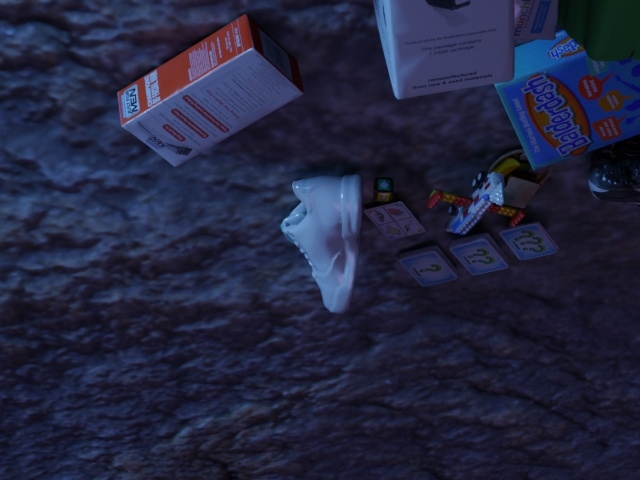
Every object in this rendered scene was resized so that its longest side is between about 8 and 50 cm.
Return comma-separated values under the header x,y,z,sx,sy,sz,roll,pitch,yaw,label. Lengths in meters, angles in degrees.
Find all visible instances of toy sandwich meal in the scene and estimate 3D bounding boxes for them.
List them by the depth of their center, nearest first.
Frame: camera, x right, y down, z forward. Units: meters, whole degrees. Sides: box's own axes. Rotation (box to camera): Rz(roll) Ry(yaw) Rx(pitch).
x,y,z,sx,sy,sz,roll,pitch,yaw,label
0.230,-0.072,1.768,0.086,0.029,0.085,-6,143,-5,toy sandwich meal

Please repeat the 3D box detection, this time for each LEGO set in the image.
x,y,z,sx,sy,sz,roll,pitch,yaw,label
0.155,-0.008,1.789,0.182,0.060,0.244,-14,146,22,LEGO set

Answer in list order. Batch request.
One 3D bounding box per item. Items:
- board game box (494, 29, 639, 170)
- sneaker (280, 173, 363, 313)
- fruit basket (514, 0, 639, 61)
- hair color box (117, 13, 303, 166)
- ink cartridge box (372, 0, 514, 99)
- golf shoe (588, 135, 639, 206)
x,y,z,sx,sy,sz,roll,pitch,yaw,label
0.302,-0.168,1.645,0.210,0.047,0.160,-19,142,13,board game box
0.000,0.000,1.785,0.094,0.080,0.212,3,135,1,sneaker
0.340,-0.339,1.377,0.327,0.165,0.353,-4,122,-20,fruit basket
-0.113,-0.151,1.567,0.167,0.053,0.093,-28,140,20,hair color box
0.093,-0.288,1.318,0.114,0.197,0.273,-10,143,-1,ink cartridge box
0.403,-0.083,1.773,0.198,0.077,0.094,-2,157,-4,golf shoe
